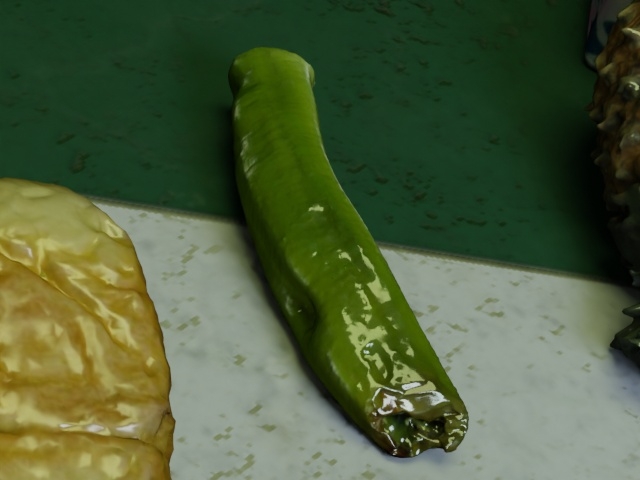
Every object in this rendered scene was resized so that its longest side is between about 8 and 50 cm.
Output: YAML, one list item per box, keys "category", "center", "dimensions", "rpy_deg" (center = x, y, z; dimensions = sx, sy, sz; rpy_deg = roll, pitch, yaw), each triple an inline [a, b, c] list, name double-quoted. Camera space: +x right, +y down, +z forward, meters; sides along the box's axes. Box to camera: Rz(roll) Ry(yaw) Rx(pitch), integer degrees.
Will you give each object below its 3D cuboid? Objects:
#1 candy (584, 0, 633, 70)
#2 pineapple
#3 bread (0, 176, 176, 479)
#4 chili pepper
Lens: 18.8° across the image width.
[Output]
- category: "candy"
  center: [0.184, -0.153, 0.987]
  dimensions: [0.073, 0.092, 0.160]
  rpy_deg: [18, 44, 0]
- category: "pineapple"
  center: [0.162, -0.020, 0.842]
  dimensions: [0.108, 0.108, 0.198]
  rpy_deg: [19, 55, -7]
- category: "bread"
  center: [-0.192, 0.051, 0.570]
  dimensions: [0.294, 0.132, 0.167]
  rpy_deg: [5, 46, -23]
- category: "chili pepper"
  center: [0.000, 0.000, 0.780]
  dimensions: [0.052, 0.050, 0.202]
  rpy_deg: [-25, 55, 2]
